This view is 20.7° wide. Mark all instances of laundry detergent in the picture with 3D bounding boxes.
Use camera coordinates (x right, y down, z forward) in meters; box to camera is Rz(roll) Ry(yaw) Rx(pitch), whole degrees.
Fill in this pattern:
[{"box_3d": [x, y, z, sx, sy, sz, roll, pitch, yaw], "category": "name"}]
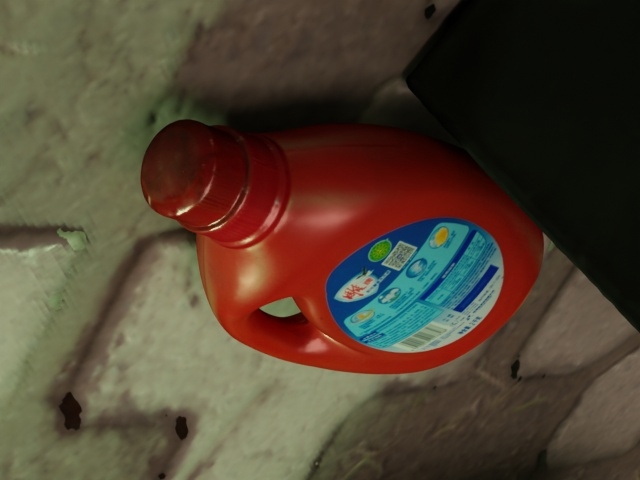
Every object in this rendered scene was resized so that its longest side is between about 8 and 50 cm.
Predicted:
[{"box_3d": [0.000, 0.000, 0.557, 0.097, 0.049, 0.165, -44, 145, 19], "category": "laundry detergent"}]

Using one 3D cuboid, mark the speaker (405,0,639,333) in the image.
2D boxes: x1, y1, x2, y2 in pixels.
[{"box_3d": [0.206, -0.017, 0.577, 0.184, 0.232, 0.254, -49, 146, 14], "category": "speaker"}]
